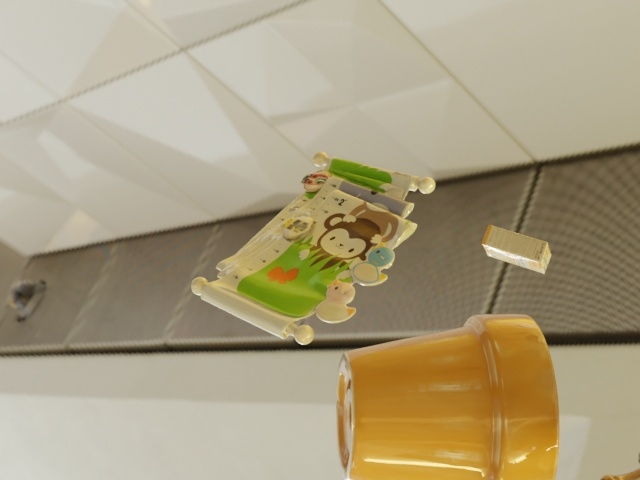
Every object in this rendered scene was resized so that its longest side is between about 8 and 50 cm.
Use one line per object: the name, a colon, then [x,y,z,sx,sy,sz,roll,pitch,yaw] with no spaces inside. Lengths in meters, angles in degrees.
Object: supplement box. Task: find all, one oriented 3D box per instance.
supplement box: [0.309,0.014,1.659,0.098,0.062,0.036,18,-102,23]

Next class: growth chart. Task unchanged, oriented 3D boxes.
growth chart: [0.000,0.000,0.943,0.172,0.021,0.237,12,-136,36]

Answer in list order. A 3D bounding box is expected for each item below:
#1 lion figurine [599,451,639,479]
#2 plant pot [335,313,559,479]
lion figurine: [0.355,0.209,0.858,0.240,0.142,0.392,-38,-177,21]
plant pot: [0.115,0.176,1.056,0.205,0.187,0.205,-179,-90,-83]
